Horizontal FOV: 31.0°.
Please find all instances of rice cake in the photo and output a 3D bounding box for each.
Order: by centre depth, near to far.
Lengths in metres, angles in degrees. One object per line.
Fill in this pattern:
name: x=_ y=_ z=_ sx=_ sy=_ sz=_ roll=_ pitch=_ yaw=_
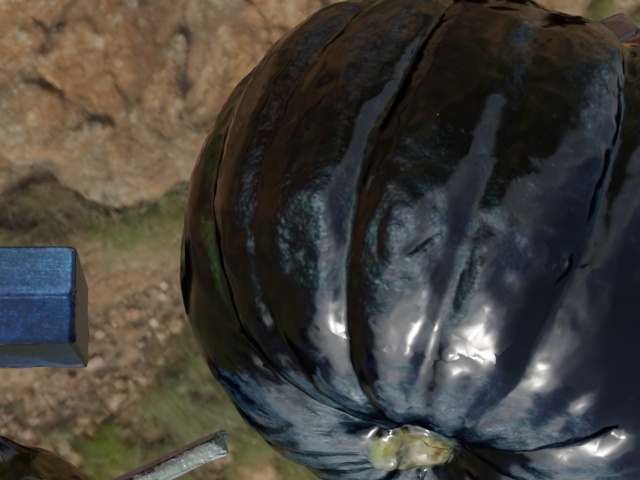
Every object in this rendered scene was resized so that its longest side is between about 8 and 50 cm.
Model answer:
rice cake: x=-0.215 y=0.305 z=1.520 sx=0.207 sy=0.033 sz=0.033 roll=-24 pitch=102 yaw=-3

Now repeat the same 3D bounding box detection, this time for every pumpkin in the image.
pumpkin: x=0.094 y=0.023 z=0.701 sx=0.363 sy=0.363 sz=0.266 roll=76 pitch=35 yaw=-53

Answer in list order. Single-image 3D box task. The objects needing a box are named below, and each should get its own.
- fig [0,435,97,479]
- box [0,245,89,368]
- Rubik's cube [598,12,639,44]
fig: x=-0.303 y=0.275 z=1.184 sx=0.170 sy=0.145 sz=0.274 roll=-33 pitch=110 yaw=-16
box: x=-0.395 y=0.076 z=1.237 sx=0.279 sy=0.116 sz=0.261 roll=1 pitch=168 yaw=-9
Rubik's cube: x=0.350 y=-0.112 z=1.503 sx=0.237 sy=0.238 sz=0.237 roll=-23 pitch=149 yaw=-14
